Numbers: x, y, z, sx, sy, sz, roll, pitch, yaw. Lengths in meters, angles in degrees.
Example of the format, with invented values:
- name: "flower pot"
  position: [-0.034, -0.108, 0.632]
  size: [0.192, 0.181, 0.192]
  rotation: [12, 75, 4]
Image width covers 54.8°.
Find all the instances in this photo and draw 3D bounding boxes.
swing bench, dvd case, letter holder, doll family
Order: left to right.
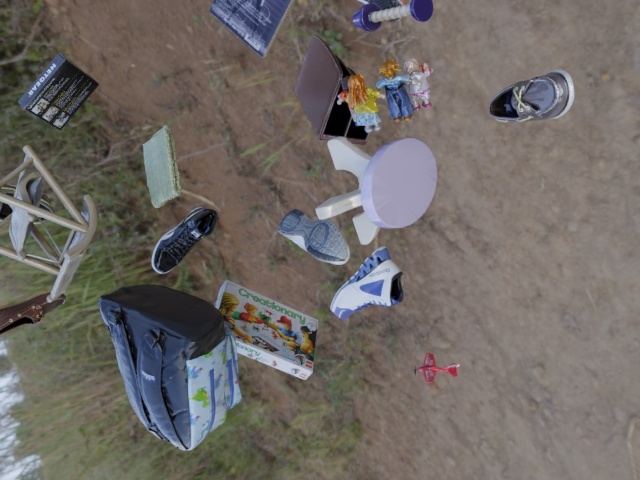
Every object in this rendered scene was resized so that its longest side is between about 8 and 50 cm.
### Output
- name: "swing bench"
  position: [-0.640, -0.029, 1.414]
  size: [0.255, 0.165, 0.253]
  rotation: [39, 138, -8]
- name: "dvd case"
  position: [-0.121, -0.507, 1.235]
  size: [0.164, 0.018, 0.221]
  rotation: [43, 124, 12]
- name: "letter holder"
  position: [0.053, -0.456, 1.822]
  size: [0.302, 0.152, 0.214]
  rotation: [-114, 35, -48]
- name: "doll family"
  position: [0.161, -0.372, 1.568]
  size: [0.118, 0.263, 0.163]
  rotation: [-82, -26, -50]

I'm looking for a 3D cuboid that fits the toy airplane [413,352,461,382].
- name: "toy airplane"
  position: [0.365, 0.399, 1.924]
  size: [0.151, 0.151, 0.028]
  rotation: [-130, 24, -64]

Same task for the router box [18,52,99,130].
- name: "router box"
  position: [-0.729, -0.413, 1.727]
  size: [0.046, 0.179, 0.133]
  rotation: [41, -179, 30]

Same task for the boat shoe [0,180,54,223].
- name: "boat shoe"
  position: [-0.888, -0.109, 1.698]
  size: [0.091, 0.305, 0.109]
  rotation: [31, 104, 39]

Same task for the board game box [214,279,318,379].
- name: "board game box"
  position: [-0.155, 0.250, 1.736]
  size: [0.053, 0.305, 0.193]
  rotation: [-52, 20, 37]

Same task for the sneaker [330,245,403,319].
- name: "sneaker"
  position: [0.185, 0.192, 2.192]
  size: [0.182, 0.127, 0.315]
  rotation: [46, 115, 20]

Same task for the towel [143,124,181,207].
- name: "towel"
  position: [-0.320, -0.148, 1.252]
  size: [0.110, 0.027, 0.148]
  rotation: [-20, 78, 47]

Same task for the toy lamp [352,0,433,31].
- name: "toy lamp"
  position: [0.185, -0.613, 1.669]
  size: [0.275, 0.080, 0.080]
  rotation: [15, 125, 54]

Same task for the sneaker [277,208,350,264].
- name: "sneaker"
  position: [0.000, 0.000, 1.781]
  size: [0.129, 0.111, 0.297]
  rotation: [42, 175, -38]

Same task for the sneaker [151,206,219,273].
- name: "sneaker"
  position: [-0.354, -0.005, 1.616]
  size: [0.079, 0.217, 0.121]
  rotation: [43, 162, -21]

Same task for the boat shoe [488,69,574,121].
- name: "boat shoe"
  position: [0.530, -0.358, 1.573]
  size: [0.324, 0.097, 0.116]
  rotation: [-138, 38, -81]

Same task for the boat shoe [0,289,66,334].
- name: "boat shoe"
  position: [-0.767, 0.193, 1.621]
  size: [0.073, 0.207, 0.073]
  rotation: [51, 141, 23]

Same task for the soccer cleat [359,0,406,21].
- name: "soccer cleat"
  position: [0.177, -0.912, 2.241]
  size: [0.318, 0.116, 0.108]
  rotation: [37, 126, 0]

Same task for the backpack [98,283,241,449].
- name: "backpack"
  position: [-0.306, 0.283, 1.336]
  size: [0.290, 0.273, 0.355]
  rotation: [15, 111, 30]

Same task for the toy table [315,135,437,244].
- name: "toy table"
  position: [0.123, -0.115, 1.348]
  size: [0.161, 0.274, 0.252]
  rotation: [-5, 100, 39]
